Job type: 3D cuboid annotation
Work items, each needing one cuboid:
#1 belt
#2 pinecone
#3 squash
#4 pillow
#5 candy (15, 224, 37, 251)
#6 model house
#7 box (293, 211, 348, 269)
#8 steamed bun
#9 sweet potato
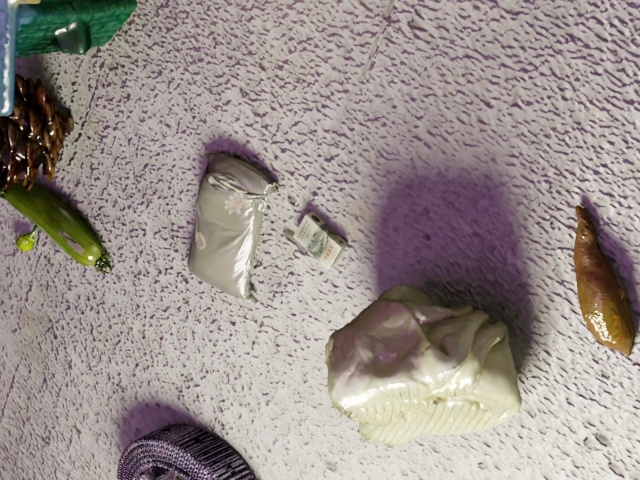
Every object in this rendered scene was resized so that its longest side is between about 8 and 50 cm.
[{"bbox_3d":[-0.253,0.493,2.061,0.325,0.122,0.260,24,115,29],"label":"belt"},{"bbox_3d":[-0.588,-0.200,1.973,0.224,0.273,0.224,176,90,-67],"label":"pinecone"},{"bbox_3d":[-0.524,-0.042,2.098,0.318,0.071,0.080,35,108,20],"label":"squash"},{"bbox_3d":[-0.161,-0.020,1.839,0.169,0.059,0.255,25,120,25],"label":"pillow"},{"bbox_3d":[-0.579,-0.023,2.178,0.123,0.035,0.035,-47,59,31],"label":"candy"},{"bbox_3d":[-0.526,-0.382,1.772,0.343,0.382,0.334,27,122,29],"label":"model house"},{"bbox_3d":[0.000,0.000,1.745,0.083,0.024,0.054,43,126,17],"label":"box"},{"bbox_3d":[0.147,0.166,1.578,0.280,0.268,0.207,-19,58,25],"label":"steamed bun"},{"bbox_3d":[0.375,0.063,1.456,0.068,0.068,0.226,-16,96,40],"label":"sweet potato"}]
